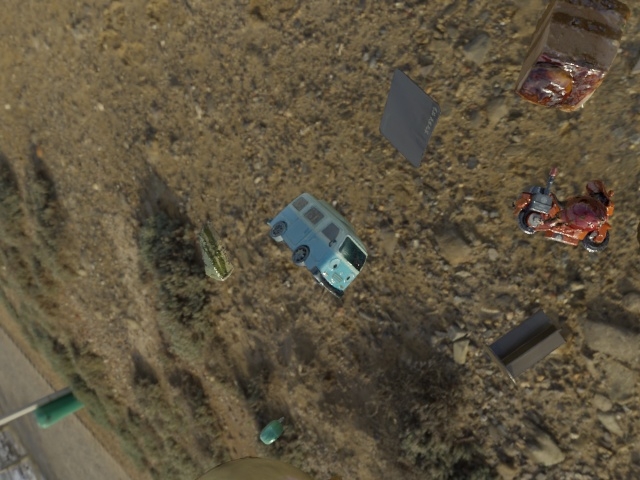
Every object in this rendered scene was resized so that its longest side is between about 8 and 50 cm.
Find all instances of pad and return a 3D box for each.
[{"bbox_3d":[0.149,-0.205,0.840,0.112,0.003,0.157,50,158,20],"label":"pad"}]

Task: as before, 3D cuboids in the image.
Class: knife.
[{"bbox_3d":[-0.115,0.455,1.200,0.034,0.063,0.260,45,166,7],"label":"knife"}]

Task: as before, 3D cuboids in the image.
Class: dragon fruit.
[{"bbox_3d":[0.649,-0.070,1.258,0.190,0.094,0.094,-174,68,-73],"label":"dragon fruit"}]

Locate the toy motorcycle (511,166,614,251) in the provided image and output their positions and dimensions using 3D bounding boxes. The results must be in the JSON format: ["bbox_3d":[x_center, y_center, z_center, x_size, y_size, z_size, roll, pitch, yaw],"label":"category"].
[{"bbox_3d":[0.780,-0.101,1.544,0.148,0.326,0.221,-130,56,-84],"label":"toy motorcycle"}]

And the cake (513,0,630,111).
[{"bbox_3d":[0.633,-0.461,1.250,0.199,0.293,0.196,22,163,4],"label":"cake"}]

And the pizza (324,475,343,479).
[{"bbox_3d":[-0.013,0.589,1.035,0.071,0.189,0.297,48,157,39],"label":"pizza"}]

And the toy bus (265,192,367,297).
[{"bbox_3d":[0.000,0.000,1.226,0.133,0.165,0.271,44,-179,-43],"label":"toy bus"}]

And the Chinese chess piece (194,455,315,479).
[{"bbox_3d":[-0.089,0.380,0.534,0.112,0.270,0.270,11,113,41],"label":"Chinese chess piece"}]

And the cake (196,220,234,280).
[{"bbox_3d":[-0.232,0.020,1.031,0.055,0.051,0.140,12,135,32],"label":"cake"}]

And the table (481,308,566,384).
[{"bbox_3d":[0.679,0.342,1.615,0.227,0.167,0.167,-36,75,3],"label":"table"}]

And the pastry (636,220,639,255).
[{"bbox_3d":[0.540,-0.022,0.706,0.093,0.182,0.192,13,83,60],"label":"pastry"}]
